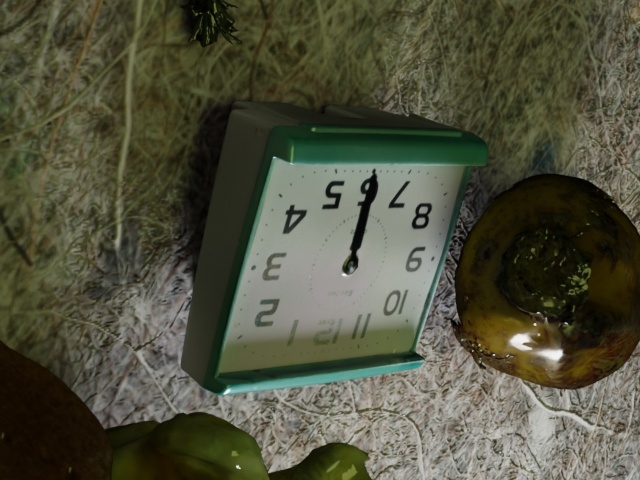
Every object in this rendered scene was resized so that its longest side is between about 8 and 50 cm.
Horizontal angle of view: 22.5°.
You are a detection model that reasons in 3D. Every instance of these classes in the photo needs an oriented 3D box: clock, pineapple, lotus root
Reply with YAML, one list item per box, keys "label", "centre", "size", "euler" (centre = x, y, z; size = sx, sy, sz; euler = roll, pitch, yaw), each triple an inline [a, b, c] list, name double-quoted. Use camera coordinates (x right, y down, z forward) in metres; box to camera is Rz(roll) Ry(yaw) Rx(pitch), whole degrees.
- label: "clock"
  centre: [0.000, 0.000, 1.364]
  size: [0.262, 0.116, 0.231]
  euler: [-2, 113, -47]
- label: "pineapple"
  centre: [-0.090, -0.201, 1.218]
  size: [0.058, 0.058, 0.124]
  euler: [-43, 146, -28]
- label: "lotus root"
  centre: [0.221, 0.044, 1.514]
  size: [0.397, 0.179, 0.196]
  euler: [35, 76, -77]

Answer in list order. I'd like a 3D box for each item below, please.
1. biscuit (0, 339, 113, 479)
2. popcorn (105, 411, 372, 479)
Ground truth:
- label: "biscuit"
  centre: [-0.266, 0.151, 1.024]
  size: [0.273, 0.257, 0.049]
  euler: [-38, 167, -52]
- label: "popcorn"
  centre: [-0.129, 0.277, 1.201]
  size: [0.274, 0.279, 0.335]
  euler: [51, 52, -38]
